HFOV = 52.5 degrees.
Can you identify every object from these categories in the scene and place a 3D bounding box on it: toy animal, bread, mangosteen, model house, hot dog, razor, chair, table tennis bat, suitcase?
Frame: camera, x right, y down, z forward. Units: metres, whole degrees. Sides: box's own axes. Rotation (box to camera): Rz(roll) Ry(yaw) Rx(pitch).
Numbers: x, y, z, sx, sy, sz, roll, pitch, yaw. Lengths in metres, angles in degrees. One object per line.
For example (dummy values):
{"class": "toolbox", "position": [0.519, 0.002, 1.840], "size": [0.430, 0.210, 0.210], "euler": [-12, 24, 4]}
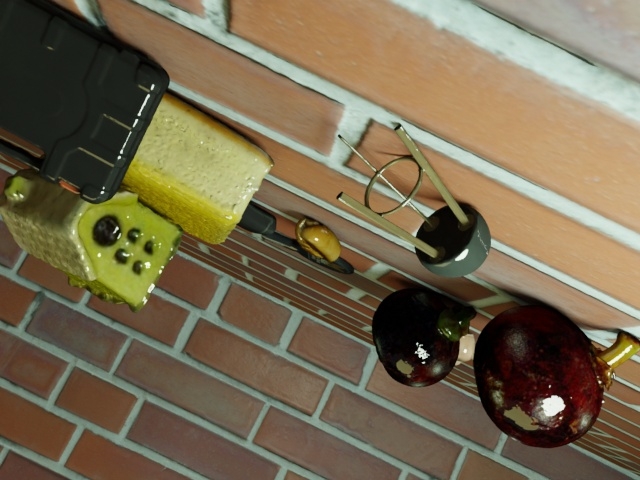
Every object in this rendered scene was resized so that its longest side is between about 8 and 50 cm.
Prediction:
{"class": "toy animal", "position": [0.330, 0.255, 1.627], "size": [0.150, 0.089, 0.083], "euler": [36, 171, -2]}
{"class": "bread", "position": [-0.263, -0.132, 1.052], "size": [0.333, 0.143, 0.323], "euler": [28, 167, -11]}
{"class": "mangosteen", "position": [0.215, 0.199, 1.385], "size": [0.216, 0.216, 0.216], "euler": [25, 168, 5]}
{"class": "model house", "position": [-0.378, -0.013, 1.027], "size": [0.194, 0.174, 0.234], "euler": [18, 168, 30]}
{"class": "hot dog", "position": [0.001, 0.000, 1.284], "size": [0.090, 0.060, 0.140], "euler": [21, 162, 41]}
{"class": "razor", "position": [-0.164, -0.060, 1.368], "size": [0.090, 0.054, 0.148], "euler": [9, 160, 45]}
{"class": "chair", "position": [0.109, -0.046, 0.777], "size": [0.222, 0.104, 0.095], "euler": [39, -171, -31]}
{"class": "table tennis bat", "position": [-0.028, 0.027, 1.544], "size": [0.236, 0.027, 0.150], "euler": [23, 168, 5]}
{"class": "mangosteen", "position": [0.386, 0.211, 1.050], "size": [0.262, 0.235, 0.235], "euler": [-21, 143, 27]}
{"class": "suitcase", "position": [-0.361, -0.195, 0.831], "size": [0.286, 0.206, 0.066], "euler": [29, -164, -9]}

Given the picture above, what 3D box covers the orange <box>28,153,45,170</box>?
{"class": "orange", "position": [-0.632, -0.133, 1.658], "size": [0.236, 0.236, 0.236], "euler": [25, 168, 5]}
